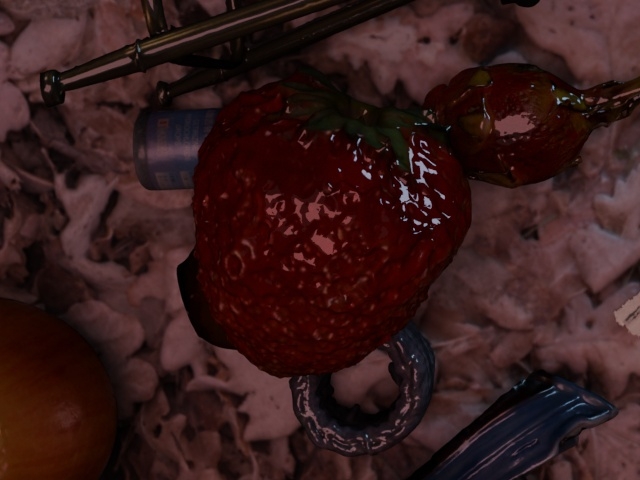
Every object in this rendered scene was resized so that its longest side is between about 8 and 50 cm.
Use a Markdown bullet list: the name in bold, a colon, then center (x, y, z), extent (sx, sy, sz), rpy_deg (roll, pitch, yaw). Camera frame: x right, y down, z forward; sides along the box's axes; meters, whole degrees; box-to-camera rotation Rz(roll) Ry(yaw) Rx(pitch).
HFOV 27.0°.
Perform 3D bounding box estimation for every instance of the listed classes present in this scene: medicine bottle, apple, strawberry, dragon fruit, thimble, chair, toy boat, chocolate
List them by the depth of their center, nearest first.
- **chair**: center (-0.019, -0.325, 1.191), extent (0.410, 0.364, 0.362), rpy_deg (-7, 94, 9)
- **strawberry**: center (0.000, 0.000, 1.221), extent (0.257, 0.257, 0.277), rpy_deg (19, 113, 10)
- **dragon fruit**: center (0.218, -0.121, 1.268), extent (0.246, 0.125, 0.125), rpy_deg (-13, 89, 8)
- **toy boat**: center (0.170, 0.257, 1.311), extent (0.309, 0.129, 0.142), rpy_deg (-45, 71, 15)
- **thimble**: center (0.042, 0.140, 1.347), extent (0.150, 0.098, 0.150), rpy_deg (1, 97, 12)
- **medicine bottle**: center (-0.084, -0.095, 1.358), extent (0.203, 0.083, 0.084), rpy_deg (-2, 96, 6)
- **chocolate**: center (-0.072, 0.048, 1.371), extent (0.133, 0.127, 0.124), rpy_deg (-22, 121, 2)
- **apple**: center (-0.357, 0.191, 1.375), extent (0.285, 0.233, 0.286), rpy_deg (2, 97, 14)

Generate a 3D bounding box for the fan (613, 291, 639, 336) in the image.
- **fan**: center (0.435, -0.062, 1.276), extent (0.233, 0.012, 0.415), rpy_deg (40, 103, 7)
